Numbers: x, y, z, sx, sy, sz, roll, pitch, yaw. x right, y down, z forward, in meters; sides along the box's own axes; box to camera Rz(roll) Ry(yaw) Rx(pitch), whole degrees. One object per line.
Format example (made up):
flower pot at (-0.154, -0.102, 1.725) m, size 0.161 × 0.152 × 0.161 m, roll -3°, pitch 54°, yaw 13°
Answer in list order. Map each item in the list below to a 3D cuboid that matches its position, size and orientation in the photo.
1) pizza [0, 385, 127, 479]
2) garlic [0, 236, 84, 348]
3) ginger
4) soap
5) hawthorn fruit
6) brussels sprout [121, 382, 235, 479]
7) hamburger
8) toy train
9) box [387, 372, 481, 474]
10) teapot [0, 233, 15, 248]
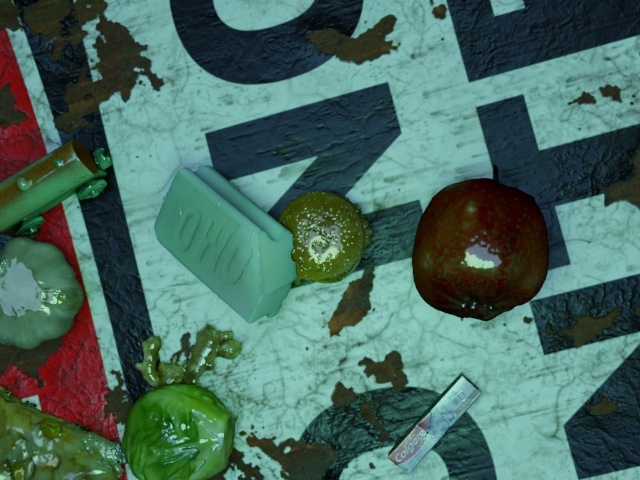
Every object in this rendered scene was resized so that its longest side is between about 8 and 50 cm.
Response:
pizza at (-0.653, 0.508, 1.827) m, size 0.435 × 0.080 × 0.391 m, roll 24°, pitch 90°, yaw 9°
garlic at (-0.585, 0.108, 1.800) m, size 0.228 × 0.152 × 0.227 m, roll 0°, pitch 91°, yaw 0°
ginger at (-0.267, 0.244, 1.809) m, size 0.193 × 0.052 × 0.176 m, roll 19°, pitch 92°, yaw 10°
soap at (-0.178, 0.004, 1.726) m, size 0.289 × 0.095 × 0.172 m, roll 39°, pitch 118°, yaw 23°
hawthorn fruit at (0.301, -0.009, 1.679) m, size 0.254 × 0.254 × 0.300 m, roll 10°, pitch 61°, yaw 7°
brussels sprout at (-0.274, 0.377, 1.746) m, size 0.223 × 0.161 × 0.223 m, roll 0°, pitch 85°, yaw 0°
hamburger at (0.008, -0.005, 1.757) m, size 0.191 × 0.118 × 0.181 m, roll -2°, pitch 90°, yaw 2°
toy train at (-0.556, -0.105, 1.796) m, size 0.285 × 0.177 × 0.116 m, roll -29°, pitch 84°, yaw 5°
box at (0.220, 0.354, 1.749) m, size 0.055 × 0.039 × 0.218 m, roll 43°, pitch 92°, yaw 6°
teapot at (-0.655, 0.028, 1.872) m, size 0.049 × 0.063 × 0.083 m, roll 20°, pitch 87°, yaw -24°
